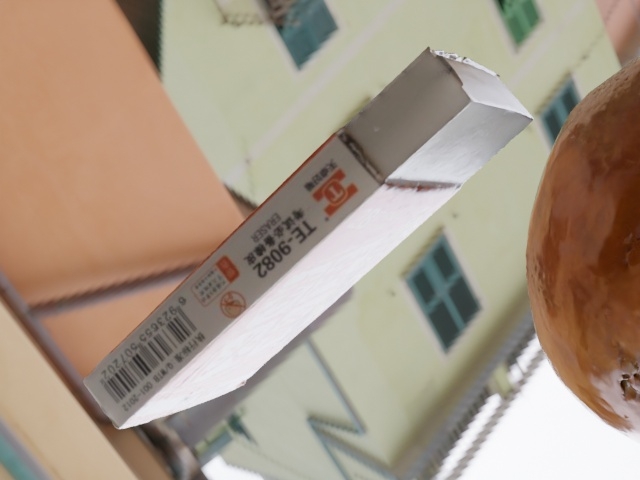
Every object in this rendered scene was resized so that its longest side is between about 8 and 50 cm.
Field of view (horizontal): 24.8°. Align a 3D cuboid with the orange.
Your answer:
[{"bbox_3d":[0.267,0.007,0.889,0.284,0.284,0.226,-28,-160,3],"label":"orange"}]

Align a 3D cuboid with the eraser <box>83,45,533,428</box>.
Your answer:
[{"bbox_3d":[0.000,0.000,0.728,0.230,0.038,0.157,-43,169,15],"label":"eraser"}]
